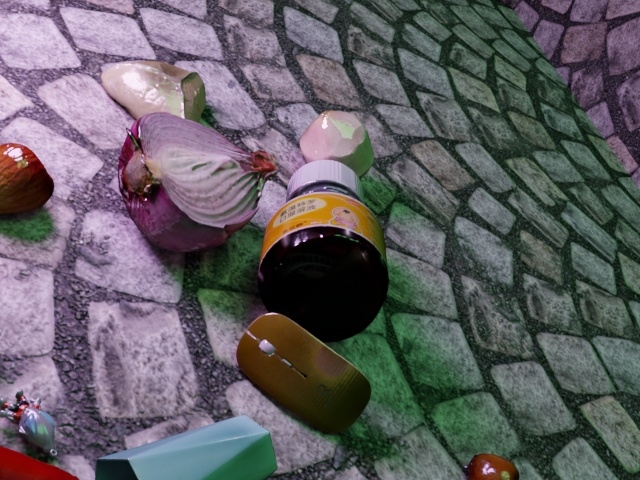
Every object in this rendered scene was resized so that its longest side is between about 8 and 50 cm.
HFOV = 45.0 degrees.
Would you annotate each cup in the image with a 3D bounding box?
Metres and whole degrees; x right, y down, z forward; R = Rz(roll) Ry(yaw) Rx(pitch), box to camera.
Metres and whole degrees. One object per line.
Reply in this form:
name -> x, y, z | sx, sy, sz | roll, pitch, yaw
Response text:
cup -> -0.179, 0.331, 1.072 | 0.235, 0.148, 0.134 | -8, 88, -50

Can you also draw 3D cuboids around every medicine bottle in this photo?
medicine bottle -> 0.000, 0.000, 1.496 | 0.242, 0.242, 0.395 | 25, 24, -16

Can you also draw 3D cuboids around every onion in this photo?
onion -> -0.233, -0.096, 1.459 | 0.348, 0.159, 0.267 | -5, 65, -51

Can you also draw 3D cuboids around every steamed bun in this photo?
steamed bun -> -0.328, -0.324, 1.664 | 0.231, 0.110, 0.212 | 41, 36, 1

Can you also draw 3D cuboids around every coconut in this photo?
coconut -> 0.033, -0.222, 1.781 | 0.171, 0.170, 0.183 | -83, 156, -50

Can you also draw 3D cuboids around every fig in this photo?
fig -> -0.507, -0.092, 1.257 | 0.119, 0.119, 0.153 | 37, 38, 0

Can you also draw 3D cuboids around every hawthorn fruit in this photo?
hawthorn fruit -> 0.308, 0.427, 1.406 | 0.093, 0.081, 0.081 | 34, 34, 21

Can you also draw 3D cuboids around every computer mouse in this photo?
computer mouse -> -0.029, 0.227, 1.320 | 0.245, 0.126, 0.056 | 38, -1, -1

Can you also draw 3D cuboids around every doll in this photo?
doll -> -0.389, 0.249, 1.051 | 0.114, 0.039, 0.057 | 41, 1, 22

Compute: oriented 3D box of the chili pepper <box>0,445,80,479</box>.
chili pepper -> -0.461, 0.276, 0.914 | 0.387, 0.110, 0.110 | 22, 39, -28
